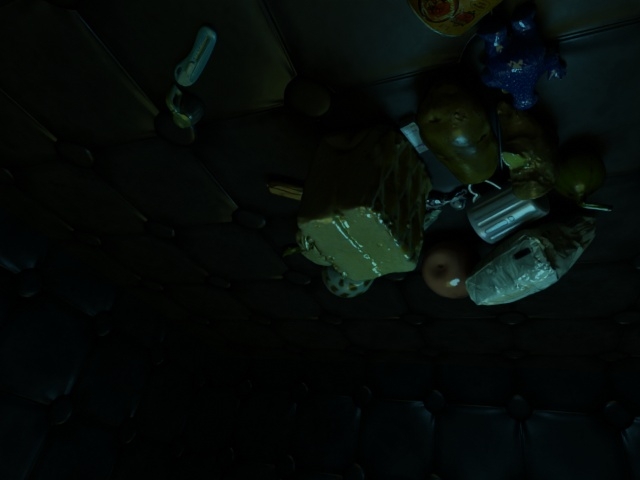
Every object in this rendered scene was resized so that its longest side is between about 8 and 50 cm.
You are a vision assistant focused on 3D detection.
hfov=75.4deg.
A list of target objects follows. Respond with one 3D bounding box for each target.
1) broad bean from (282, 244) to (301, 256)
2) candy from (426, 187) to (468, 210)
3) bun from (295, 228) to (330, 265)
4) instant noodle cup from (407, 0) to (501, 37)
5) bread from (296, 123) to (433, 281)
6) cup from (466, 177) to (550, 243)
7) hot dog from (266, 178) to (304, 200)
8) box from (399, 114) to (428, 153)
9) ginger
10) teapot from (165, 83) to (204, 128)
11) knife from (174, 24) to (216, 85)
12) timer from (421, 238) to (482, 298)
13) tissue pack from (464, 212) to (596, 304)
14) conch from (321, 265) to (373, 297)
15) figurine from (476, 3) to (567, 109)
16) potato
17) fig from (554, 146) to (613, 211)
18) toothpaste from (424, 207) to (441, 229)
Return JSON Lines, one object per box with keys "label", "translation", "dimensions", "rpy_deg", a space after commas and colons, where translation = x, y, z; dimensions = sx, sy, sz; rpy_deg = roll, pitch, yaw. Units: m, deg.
{"label": "broad bean", "translation": [-0.066, 0.040, 1.851], "dimensions": [0.256, 0.052, 0.052], "rpy_deg": [-6, -179, 25]}
{"label": "candy", "translation": [0.397, -0.142, 1.445], "dimensions": [0.227, 0.051, 0.094], "rpy_deg": [-5, 133, 21]}
{"label": "bun", "translation": [0.000, 0.000, 1.650], "dimensions": [0.230, 0.145, 0.229], "rpy_deg": [12, 111, 34]}
{"label": "instant noodle cup", "translation": [0.275, -0.517, 0.790], "dimensions": [0.216, 0.215, 0.172], "rpy_deg": [22, 154, -16]}
{"label": "bread", "translation": [0.148, -0.112, 1.266], "dimensions": [0.280, 0.389, 0.371], "rpy_deg": [-8, 141, 35]}
{"label": "cup", "translation": [0.583, -0.113, 1.322], "dimensions": [0.221, 0.166, 0.202], "rpy_deg": [21, 143, -29]}
{"label": "hot dog", "translation": [-0.105, -0.187, 1.517], "dimensions": [0.189, 0.055, 0.072], "rpy_deg": [14, 150, -5]}
{"label": "box", "translation": [0.286, -0.314, 1.228], "dimensions": [0.051, 0.036, 0.117], "rpy_deg": [-21, 134, 38]}
{"label": "ginger", "translation": [0.562, -0.256, 1.113], "dimensions": [0.123, 0.219, 0.270], "rpy_deg": [4, 121, 55]}
{"label": "teapot", "translation": [-0.424, -0.398, 1.264], "dimensions": [0.124, 0.090, 0.092], "rpy_deg": [31, 140, -28]}
{"label": "knife", "translation": [-0.346, -0.502, 1.140], "dimensions": [0.064, 0.031, 0.222], "rpy_deg": [32, 141, -23]}
{"label": "timer", "translation": [0.515, 0.111, 1.614], "dimensions": [0.230, 0.229, 0.215], "rpy_deg": [-22, 155, 40]}
{"label": "tissue pack", "translation": [0.716, 0.066, 1.418], "dimensions": [0.376, 0.195, 0.390], "rpy_deg": [-20, 160, -38]}
{"label": "conch", "translation": [0.113, 0.122, 1.795], "dimensions": [0.368, 0.249, 0.197], "rpy_deg": [-17, -177, 42]}
{"label": "figurine", "translation": [0.463, -0.402, 0.967], "dimensions": [0.164, 0.120, 0.262], "rpy_deg": [-25, 135, 37]}
{"label": "potato", "translation": [0.382, -0.273, 1.141], "dimensions": [0.196, 0.176, 0.369], "rpy_deg": [-9, 147, 32]}
{"label": "fig", "translation": [0.735, -0.167, 1.184], "dimensions": [0.148, 0.186, 0.142], "rpy_deg": [22, 163, -2]}
{"label": "toothpaste", "translation": [0.384, -0.058, 1.581], "dimensions": [0.067, 0.037, 0.255], "rpy_deg": [13, 150, -13]}
